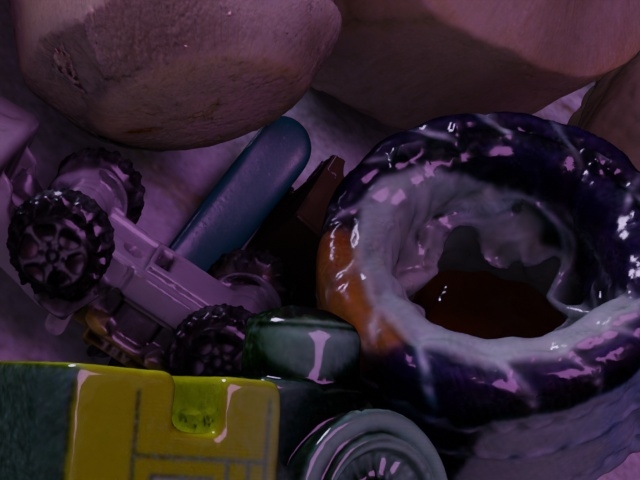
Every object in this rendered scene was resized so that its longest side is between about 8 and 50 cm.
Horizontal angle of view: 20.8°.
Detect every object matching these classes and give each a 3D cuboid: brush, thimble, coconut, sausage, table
[{"bbox_3d":[-0.069,-0.013,1.194,0.043,0.032,0.193,46,60,-16],"label":"brush"},{"bbox_3d":[0.111,0.043,1.054,0.237,0.150,0.237,1,53,-1],"label":"thimble"},{"bbox_3d":[-0.097,-0.182,1.109,0.224,0.224,0.234,2,59,-37],"label":"coconut"},{"bbox_3d":[0.130,0.086,1.207,0.141,0.153,0.268,75,28,-45],"label":"sausage"},{"bbox_3d":[0.000,0.000,1.201,0.070,0.083,0.082,42,45,-11],"label":"table"},{"bbox_3d":[0.107,-0.227,1.237,0.329,0.329,0.329,17,58,-30],"label":"coconut"}]

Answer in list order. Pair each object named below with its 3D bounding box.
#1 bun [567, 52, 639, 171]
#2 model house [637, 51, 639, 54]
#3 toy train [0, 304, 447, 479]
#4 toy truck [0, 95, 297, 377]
[{"bbox_3d":[0.271,-0.019,1.322,0.160,0.259,0.259,-14,77,-36],"label":"bun"},{"bbox_3d":[0.375,-0.353,1.488,0.297,0.360,0.339,-6,70,-38],"label":"model house"},{"bbox_3d":[-0.083,0.248,0.895,0.272,0.179,0.442,9,83,-32],"label":"toy train"},{"bbox_3d":[-0.125,0.026,1.069,0.286,0.111,0.136,37,18,-6],"label":"toy truck"}]
